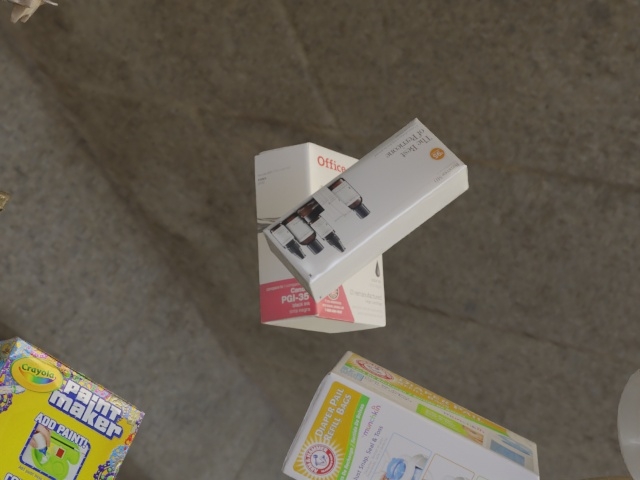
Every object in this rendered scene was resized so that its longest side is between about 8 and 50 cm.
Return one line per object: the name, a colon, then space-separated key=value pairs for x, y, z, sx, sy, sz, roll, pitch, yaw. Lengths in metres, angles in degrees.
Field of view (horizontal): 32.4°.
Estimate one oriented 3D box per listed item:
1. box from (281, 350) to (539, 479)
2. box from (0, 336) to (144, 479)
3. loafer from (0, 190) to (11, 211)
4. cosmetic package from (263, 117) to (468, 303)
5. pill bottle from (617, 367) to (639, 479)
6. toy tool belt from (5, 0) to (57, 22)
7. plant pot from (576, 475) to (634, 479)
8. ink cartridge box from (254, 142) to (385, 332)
box: x=0.083 y=0.196 z=0.994 sx=0.203 sy=0.103 sz=0.114 roll=26 pitch=-172 yaw=6
box: x=-0.387 y=0.279 z=1.223 sx=0.177 sy=0.279 sz=0.290 roll=37 pitch=151 yaw=-26
loafer: x=-0.472 y=-0.045 z=1.525 sx=0.056 sy=0.050 sz=0.148 roll=20 pitch=165 yaw=-31
cosmetic package: x=0.056 y=-0.038 z=1.329 sx=0.099 sy=0.239 sz=0.060 roll=48 pitch=168 yaw=25
pill bottle: x=0.350 y=0.128 z=0.775 sx=0.152 sy=0.152 sz=0.272 roll=42 pitch=148 yaw=-21
toy tool belt: x=-0.145 y=-0.129 z=0.517 sx=0.051 sy=0.083 sz=0.052 roll=16 pitch=111 yaw=9
plant pot: x=0.270 y=0.413 z=1.291 sx=0.191 sy=0.284 sz=0.284 roll=4 pitch=150 yaw=2
ink cartridge box: x=0.000 y=0.000 z=1.800 sx=0.117 sy=0.283 sz=0.207 roll=-11 pitch=166 yaw=35
